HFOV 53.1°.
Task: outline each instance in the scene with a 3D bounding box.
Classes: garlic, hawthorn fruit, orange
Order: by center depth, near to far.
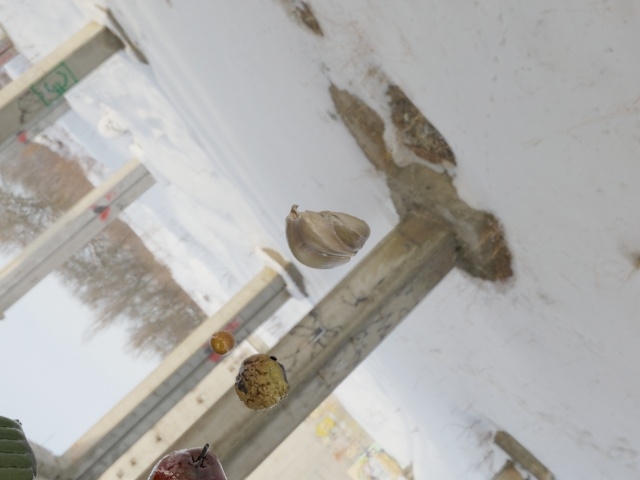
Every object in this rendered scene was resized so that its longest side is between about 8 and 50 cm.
[{"bbox_3d":[0.000,0.000,1.797,0.228,0.110,0.217,25,136,-9],"label":"garlic"},{"bbox_3d":[-0.402,0.778,1.992,0.285,0.368,0.284,20,-166,-5],"label":"hawthorn fruit"},{"bbox_3d":[-0.313,0.327,2.054,0.083,0.083,0.070,48,-173,-6],"label":"orange"}]

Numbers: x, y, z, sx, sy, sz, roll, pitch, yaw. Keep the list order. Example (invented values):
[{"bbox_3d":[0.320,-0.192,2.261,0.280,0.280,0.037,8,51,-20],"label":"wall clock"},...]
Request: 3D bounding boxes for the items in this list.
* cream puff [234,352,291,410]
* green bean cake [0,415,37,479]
[{"bbox_3d":[-0.134,0.316,1.421,0.104,0.119,0.133,29,-170,-48],"label":"cream puff"},{"bbox_3d":[-1.019,0.732,1.934,0.218,0.335,0.319,26,-161,-46],"label":"green bean cake"}]
